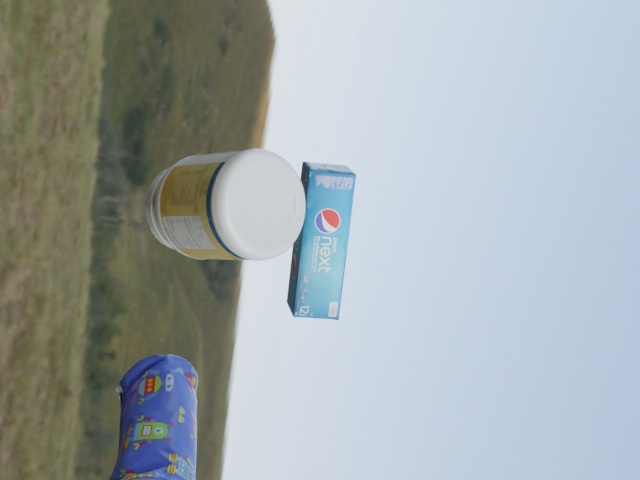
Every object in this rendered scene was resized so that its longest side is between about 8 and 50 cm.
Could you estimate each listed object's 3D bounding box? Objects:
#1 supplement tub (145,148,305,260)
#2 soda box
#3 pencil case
[{"bbox_3d":[-0.131,-0.046,1.392,0.200,0.144,0.144,0,-101,50],"label":"supplement tub"},{"bbox_3d":[0.000,0.000,1.450,0.071,0.067,0.210,-123,-141,-73],"label":"soda box"},{"bbox_3d":[-0.255,0.303,1.597,0.306,0.133,0.119,-100,-167,-56],"label":"pencil case"}]
